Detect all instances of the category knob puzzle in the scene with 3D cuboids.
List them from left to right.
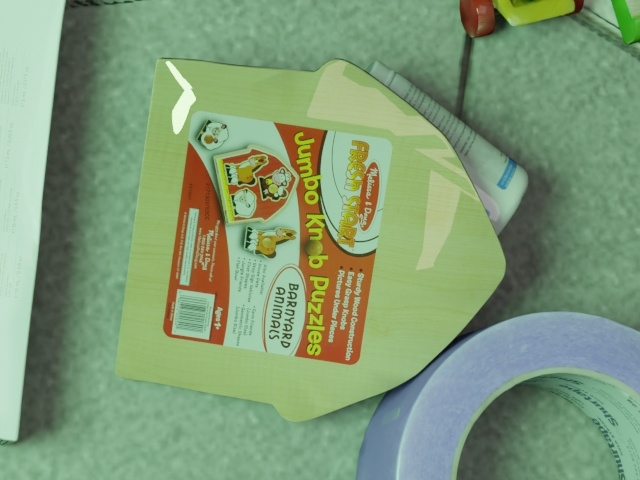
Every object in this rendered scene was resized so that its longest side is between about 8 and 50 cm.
[{"bbox_3d":[0.000,0.000,0.965,0.213,0.030,0.213,0,99,3],"label":"knob puzzle"}]

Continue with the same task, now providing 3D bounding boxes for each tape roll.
[{"bbox_3d":[0.119,0.135,0.984,0.189,0.080,0.189,2,81,-15],"label":"tape roll"}]

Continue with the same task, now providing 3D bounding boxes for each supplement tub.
[{"bbox_3d":[0.052,-0.040,1.000,0.107,0.071,0.071,38,74,-6],"label":"supplement tub"}]

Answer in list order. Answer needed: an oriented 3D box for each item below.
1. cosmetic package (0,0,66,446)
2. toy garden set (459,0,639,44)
[{"bbox_3d":[-0.192,-0.019,0.938,0.099,0.060,0.239,8,79,-15],"label":"cosmetic package"},{"bbox_3d":[0.157,-0.236,1.070,0.204,0.049,0.244,-14,85,-16],"label":"toy garden set"}]
